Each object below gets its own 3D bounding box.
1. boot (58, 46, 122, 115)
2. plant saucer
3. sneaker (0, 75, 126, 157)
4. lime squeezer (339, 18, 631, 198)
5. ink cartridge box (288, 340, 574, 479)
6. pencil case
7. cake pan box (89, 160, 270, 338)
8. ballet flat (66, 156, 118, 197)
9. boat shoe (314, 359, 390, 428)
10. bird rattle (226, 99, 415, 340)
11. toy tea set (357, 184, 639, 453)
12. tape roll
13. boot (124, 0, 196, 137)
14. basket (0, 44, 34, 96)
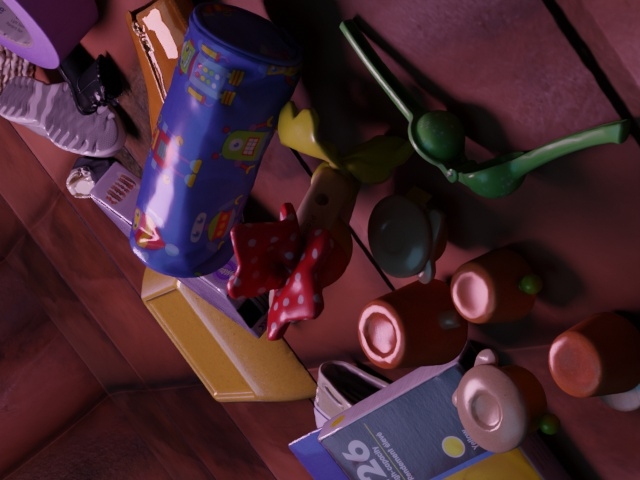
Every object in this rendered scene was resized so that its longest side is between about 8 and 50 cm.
[{"bbox_3d":[-0.337,-0.245,1.503,0.099,0.045,0.121,-18,92,53],"label":"boot"},{"bbox_3d":[-0.181,0.158,1.749,0.333,0.081,0.333,54,155,-6],"label":"plant saucer"},{"bbox_3d":[-0.391,-0.196,1.646,0.281,0.105,0.115,26,179,37],"label":"sneaker"},{"bbox_3d":[0.120,-0.098,0.889,0.310,0.059,0.110,31,149,40],"label":"lime squeezer"},{"bbox_3d":[0.144,0.314,1.227,0.307,0.072,0.303,-36,94,30],"label":"ink cartridge box"},{"bbox_3d":[-0.111,-0.099,1.099,0.119,0.133,0.306,58,137,42],"label":"pencil case"},{"bbox_3d":[-0.182,0.023,1.465,0.267,0.070,0.246,35,171,18],"label":"cake pan box"},{"bbox_3d":[-0.402,-0.107,1.781,0.203,0.074,0.074,5,129,59],"label":"ballet flat"},{"bbox_3d":[0.092,0.247,1.358,0.302,0.109,0.094,18,126,45],"label":"boat shoe"},{"bbox_3d":[0.000,0.000,0.997,0.143,0.253,0.207,13,148,5],"label":"bird rattle"},{"bbox_3d":[0.178,0.086,1.024,0.336,0.124,0.200,36,122,39],"label":"toy tea set"},{"bbox_3d":[-0.433,-0.354,1.373,0.275,0.090,0.275,34,165,10],"label":"tape roll"},{"bbox_3d":[-0.180,-0.185,1.264,0.211,0.104,0.295,61,150,-7],"label":"boot"},{"bbox_3d":[-0.651,-0.358,1.628,0.331,0.266,0.328,50,156,1],"label":"basket"}]
